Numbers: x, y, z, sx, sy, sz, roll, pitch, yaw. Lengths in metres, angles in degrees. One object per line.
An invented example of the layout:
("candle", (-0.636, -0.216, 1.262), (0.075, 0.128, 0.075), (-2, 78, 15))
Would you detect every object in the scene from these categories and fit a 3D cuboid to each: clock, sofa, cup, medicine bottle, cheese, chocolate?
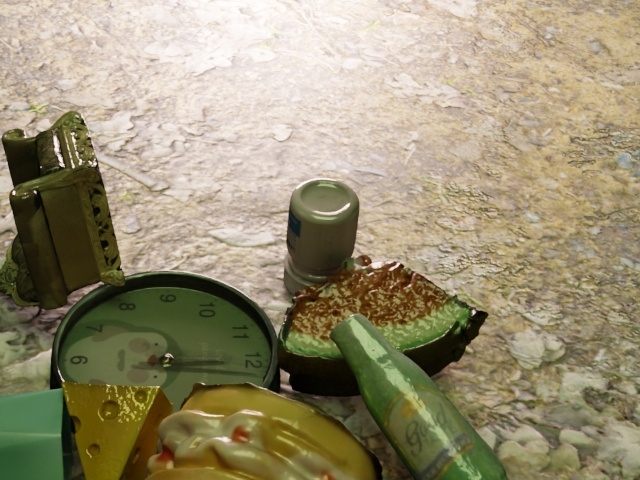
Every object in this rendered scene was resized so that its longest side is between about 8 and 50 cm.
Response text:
("clock", (-0.209, 0.166, 1.758), (0.319, 0.066, 0.319), (4, 41, -4))
("sofa", (-0.395, -0.043, 1.829), (0.182, 0.200, 0.258), (-13, 30, -10))
("cup", (-0.428, 0.254, 1.577), (0.236, 0.148, 0.134), (0, 9, -8))
("medicine bottle", (0.000, 0.000, 1.893), (0.105, 0.168, 0.105), (3, 41, -3))
("cheese", (-0.254, 0.266, 1.565), (0.126, 0.093, 0.171), (2, 72, 4))
("chocolate", (0.117, 0.220, 1.641), (0.110, 0.110, 0.291), (-28, 74, -33))

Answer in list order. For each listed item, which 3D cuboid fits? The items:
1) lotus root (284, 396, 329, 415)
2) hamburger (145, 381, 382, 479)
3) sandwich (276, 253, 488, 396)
("lotus root", (-0.043, 0.241, 1.658), (0.183, 0.090, 0.077), (12, 73, -36))
("hamburger", (-0.088, 0.320, 1.470), (0.276, 0.276, 0.236), (18, 53, 12))
("sandwich", (0.056, 0.122, 1.798), (0.292, 0.109, 0.212), (-23, 54, -28))
